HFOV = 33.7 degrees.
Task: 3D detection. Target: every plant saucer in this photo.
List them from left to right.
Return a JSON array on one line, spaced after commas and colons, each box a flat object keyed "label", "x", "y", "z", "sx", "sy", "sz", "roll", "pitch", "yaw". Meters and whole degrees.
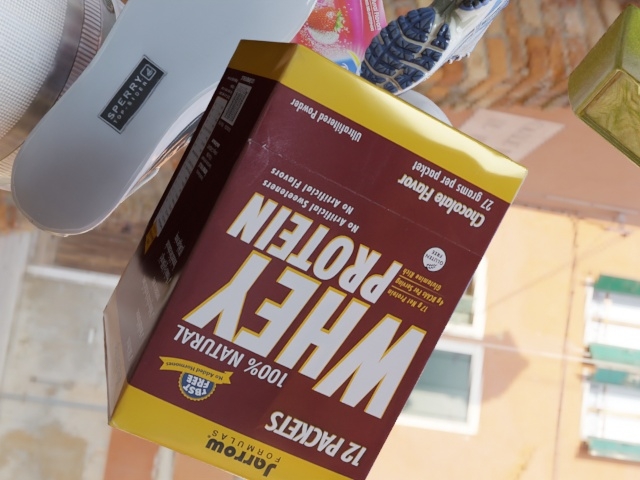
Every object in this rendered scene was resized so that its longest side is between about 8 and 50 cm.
[{"label": "plant saucer", "x": 0.335, "y": -0.123, "z": 1.052, "sx": 0.045, "sy": 0.188, "sz": 0.188, "roll": -48, "pitch": 175, "yaw": -13}]

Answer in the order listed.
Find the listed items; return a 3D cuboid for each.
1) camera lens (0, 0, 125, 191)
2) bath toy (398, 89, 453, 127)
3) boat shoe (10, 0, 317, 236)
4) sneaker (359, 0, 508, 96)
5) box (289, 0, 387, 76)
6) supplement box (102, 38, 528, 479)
[{"label": "camera lens", "x": -0.308, "y": -0.173, "z": 0.850, "sx": 0.274, "sy": 0.219, "sz": 0.219, "roll": 26, "pitch": 68, "yaw": -55}, {"label": "bath toy", "x": 0.000, "y": 0.000, "z": 0.973, "sx": 0.151, "sy": 0.129, "sz": 0.348, "roll": 59, "pitch": -39, "yaw": 15}, {"label": "boat shoe", "x": -0.109, "y": -0.128, "z": 0.807, "sx": 0.306, "sy": 0.113, "sz": 0.105, "roll": -53, "pitch": -176, "yaw": 4}, {"label": "sneaker", "x": 0.088, "y": -0.145, "z": 0.762, "sx": 0.052, "sy": 0.135, "sz": 0.058, "roll": 51, "pitch": 6, "yaw": 25}, {"label": "box", "x": 0.026, "y": -0.146, "z": 1.195, "sx": 0.122, "sy": 0.128, "sz": 0.257, "roll": 87, "pitch": -6, "yaw": -74}, {"label": "supplement box", "x": -0.018, "y": 0.007, "z": 0.577, "sx": 0.194, "sy": 0.129, "sz": 0.191, "roll": -63, "pitch": -164, "yaw": 5}]
